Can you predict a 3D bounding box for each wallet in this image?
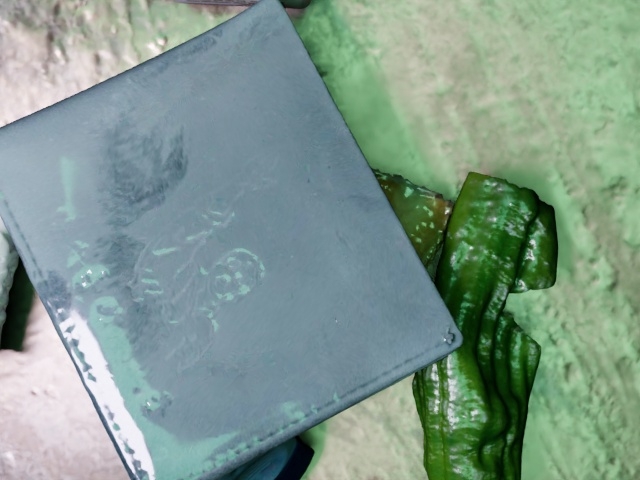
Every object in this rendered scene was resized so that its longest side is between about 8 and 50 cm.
[{"bbox_3d":[-0.073,0.003,0.812,0.251,0.054,0.290,-26,83,-9],"label":"wallet"}]

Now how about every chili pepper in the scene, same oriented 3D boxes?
[{"bbox_3d":[0.118,0.077,0.875,0.099,0.083,0.253,5,94,-39],"label":"chili pepper"}]

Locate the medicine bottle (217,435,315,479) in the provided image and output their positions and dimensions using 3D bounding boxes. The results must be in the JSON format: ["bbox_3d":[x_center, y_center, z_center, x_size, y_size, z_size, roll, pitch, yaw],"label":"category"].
[{"bbox_3d":[-0.117,0.097,0.898,0.079,0.124,0.258,-43,78,4],"label":"medicine bottle"}]

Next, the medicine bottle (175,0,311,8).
[{"bbox_3d":[-0.075,-0.215,0.875,0.140,0.079,0.079,3,95,5],"label":"medicine bottle"}]

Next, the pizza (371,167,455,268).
[{"bbox_3d":[-0.009,-0.003,0.889,0.204,0.080,0.188,-34,85,-12],"label":"pizza"}]

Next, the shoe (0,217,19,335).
[{"bbox_3d":[-0.275,0.047,0.910,0.110,0.095,0.265,45,105,0],"label":"shoe"}]
